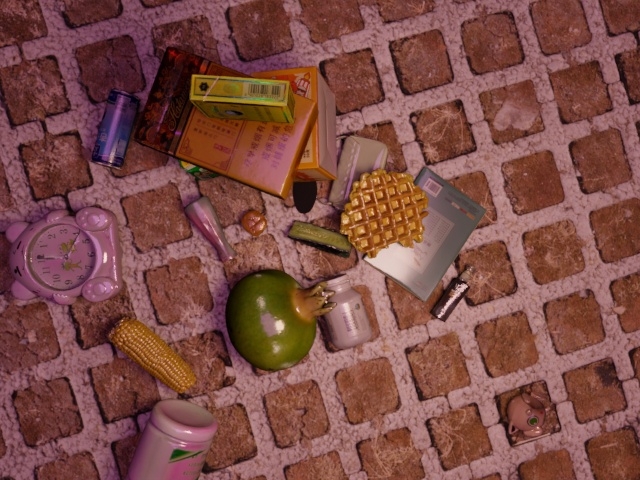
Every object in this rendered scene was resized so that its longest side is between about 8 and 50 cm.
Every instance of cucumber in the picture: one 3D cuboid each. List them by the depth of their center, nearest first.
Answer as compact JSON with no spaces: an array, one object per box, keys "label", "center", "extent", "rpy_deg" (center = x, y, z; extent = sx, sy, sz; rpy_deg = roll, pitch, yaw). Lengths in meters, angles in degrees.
[{"label":"cucumber","center":[0.000,0.000,1.522],"extent":[0.211,0.062,0.078],"rpy_deg":[15,55,2]}]

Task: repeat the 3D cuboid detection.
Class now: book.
[{"label":"book","center":[0.346,-0.019,1.555],"extent":[0.264,0.031,0.379],"rpy_deg":[36,88,-2]}]

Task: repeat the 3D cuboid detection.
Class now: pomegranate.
[{"label":"pomegranate","center":[-0.132,0.228,1.396],"extent":[0.358,0.216,0.310],"rpy_deg":[-25,82,24]}]

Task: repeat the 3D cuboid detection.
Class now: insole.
[{"label":"insole","center":[-0.052,-0.214,1.531],"extent":[0.086,0.005,0.254],"rpy_deg":[-3,89,16]}]

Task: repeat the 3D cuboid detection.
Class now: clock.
[{"label":"clock","center":[-0.784,0.051,1.441],"extent":[0.321,0.113,0.296],"rpy_deg":[-5,90,-3]}]

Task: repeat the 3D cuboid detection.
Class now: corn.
[{"label":"corn","center":[-0.517,0.357,1.461],"extent":[0.305,0.106,0.106],"rpy_deg":[40,87,-4]}]

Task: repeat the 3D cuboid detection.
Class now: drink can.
[{"label":"drink can","center":[-0.637,-0.344,1.462],"extent":[0.097,0.097,0.236],"rpy_deg":[14,89,-4]}]

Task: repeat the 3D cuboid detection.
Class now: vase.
[{"label":"vase","center":[-0.342,-0.031,1.489],"extent":[0.086,0.086,0.214],"rpy_deg":[-31,96,-3]}]

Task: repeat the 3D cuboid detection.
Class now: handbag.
[{"label":"handbag","center":[0.095,-0.218,1.523],"extent":[0.219,0.079,0.256],"rpy_deg":[15,88,9]}]

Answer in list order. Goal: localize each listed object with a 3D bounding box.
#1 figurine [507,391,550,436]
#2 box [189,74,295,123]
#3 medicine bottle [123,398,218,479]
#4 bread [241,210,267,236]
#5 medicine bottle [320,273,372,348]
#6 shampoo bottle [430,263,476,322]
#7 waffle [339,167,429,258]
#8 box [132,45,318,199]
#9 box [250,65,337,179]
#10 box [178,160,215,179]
[{"label":"figurine","center":[0.673,0.565,1.528],"extent":[0.125,0.125,0.138],"rpy_deg":[11,100,-4]},{"label":"box","center":[-0.174,-0.323,1.082],"extent":[0.219,0.141,0.064],"rpy_deg":[7,89,2]},{"label":"medicine bottle","center":[-0.460,0.671,1.407],"extent":[0.211,0.212,0.326],"rpy_deg":[21,87,-3]},{"label":"bread","center":[-0.211,-0.055,1.511],"extent":[0.080,0.046,0.084],"rpy_deg":[-17,92,-1]},{"label":"medicine bottle","center":[0.074,0.219,1.483],"extent":[0.134,0.135,0.216],"rpy_deg":[-17,91,-4]},{"label":"shampoo bottle","center":[0.444,0.170,1.548],"extent":[0.057,0.063,0.208],"rpy_deg":[35,89,7]},{"label":"waffle","center":[0.203,-0.077,1.458],"extent":[0.300,0.058,0.282],"rpy_deg":[5,98,-20]},{"label":"box","center":[-0.241,-0.300,1.213],"extent":[0.414,0.116,0.265],"rpy_deg":[20,91,4]},{"label":"box","center":[-0.076,-0.329,1.400],"extent":[0.213,0.259,0.284],"rpy_deg":[-2,89,15]},{"label":"box","center":[-0.366,-0.278,1.400],"extent":[0.102,0.250,0.180],"rpy_deg":[-23,90,-2]}]
